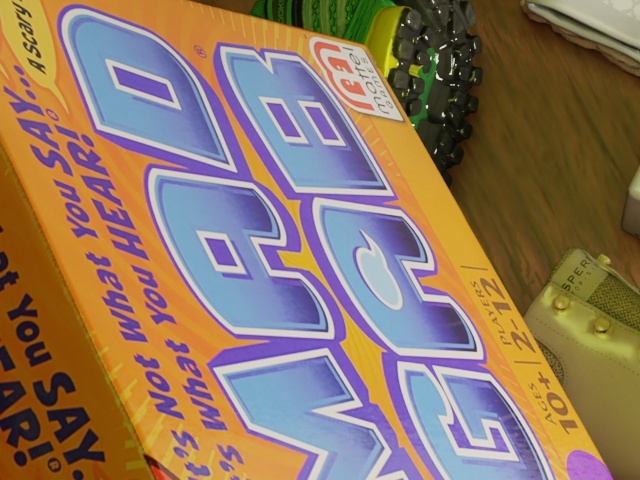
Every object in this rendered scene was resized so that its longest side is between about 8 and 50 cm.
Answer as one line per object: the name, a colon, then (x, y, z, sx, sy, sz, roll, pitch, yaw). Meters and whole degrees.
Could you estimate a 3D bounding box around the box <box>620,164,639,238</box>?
box: (0.246, -0.033, 1.218, 0.102, 0.101, 0.087, 28, 82, 10)

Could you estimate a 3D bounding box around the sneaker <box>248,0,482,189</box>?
sneaker: (0.000, 0.000, 1.241, 0.146, 0.134, 0.344, 6, 82, 32)

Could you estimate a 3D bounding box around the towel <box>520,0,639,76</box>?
towel: (0.339, -0.207, 1.273, 0.331, 0.053, 0.317, 29, 82, 10)

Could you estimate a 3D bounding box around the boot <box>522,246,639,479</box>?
boot: (0.225, 0.062, 1.156, 0.203, 0.095, 0.262, 41, 127, 15)

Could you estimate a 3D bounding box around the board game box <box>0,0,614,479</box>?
board game box: (-0.121, 0.120, 1.003, 0.356, 0.356, 0.356, -40, 64, 27)
